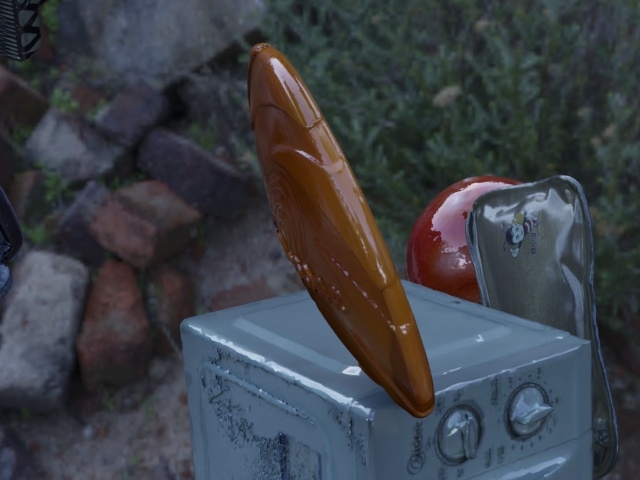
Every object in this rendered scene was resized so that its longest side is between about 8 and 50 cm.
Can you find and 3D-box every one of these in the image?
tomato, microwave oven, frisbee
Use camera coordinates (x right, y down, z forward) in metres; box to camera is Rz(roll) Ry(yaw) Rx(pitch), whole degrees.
[{"bbox_3d":[0.177,0.032,1.247,0.195,0.195,0.136,8,37,19],"label":"tomato"},{"bbox_3d":[0.048,0.190,0.759,0.181,0.295,0.237,-13,17,-31],"label":"microwave oven"},{"bbox_3d":[0.000,0.000,0.576,0.035,0.192,0.192,-25,32,-6],"label":"frisbee"}]

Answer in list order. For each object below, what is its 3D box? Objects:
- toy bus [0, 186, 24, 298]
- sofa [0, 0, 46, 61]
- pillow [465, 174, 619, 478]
[{"bbox_3d":[-0.299,0.030,0.808,0.108,0.096,0.199,32,65,21],"label":"toy bus"},{"bbox_3d":[-0.110,-0.119,0.478,0.060,0.039,0.118,17,42,13],"label":"sofa"},{"bbox_3d":[0.161,0.064,0.887,0.033,0.218,0.130,-1,-5,-35],"label":"pillow"}]
